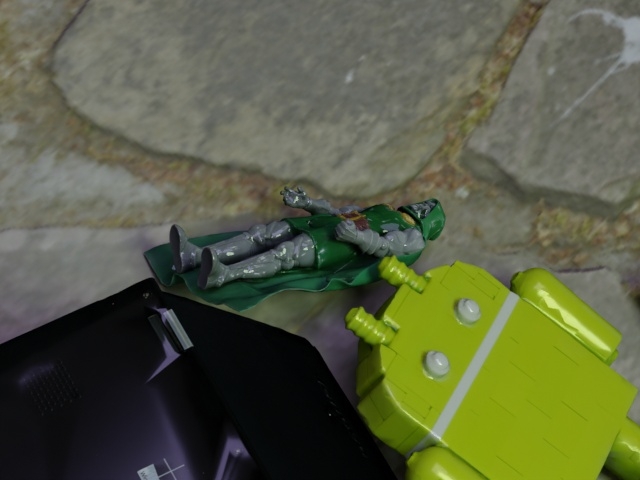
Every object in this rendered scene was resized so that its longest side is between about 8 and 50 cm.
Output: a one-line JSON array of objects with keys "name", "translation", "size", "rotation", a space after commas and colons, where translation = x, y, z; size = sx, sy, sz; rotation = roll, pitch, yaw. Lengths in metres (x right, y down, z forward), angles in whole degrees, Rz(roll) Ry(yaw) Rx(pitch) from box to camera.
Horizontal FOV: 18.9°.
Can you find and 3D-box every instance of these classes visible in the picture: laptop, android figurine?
[{"name": "laptop", "translation": [-0.074, 0.247, 1.228], "size": [0.408, 0.236, 0.382], "rotation": [-24, 67, -20]}, {"name": "android figurine", "translation": [0.137, 0.119, 1.426], "size": [0.273, 0.056, 0.248], "rotation": [40, 47, -3]}]

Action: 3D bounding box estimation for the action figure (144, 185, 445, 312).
[{"name": "action figure", "translation": [0.000, 0.000, 1.465], "size": [0.232, 0.063, 0.137], "rotation": [-11, 28, -33]}]
